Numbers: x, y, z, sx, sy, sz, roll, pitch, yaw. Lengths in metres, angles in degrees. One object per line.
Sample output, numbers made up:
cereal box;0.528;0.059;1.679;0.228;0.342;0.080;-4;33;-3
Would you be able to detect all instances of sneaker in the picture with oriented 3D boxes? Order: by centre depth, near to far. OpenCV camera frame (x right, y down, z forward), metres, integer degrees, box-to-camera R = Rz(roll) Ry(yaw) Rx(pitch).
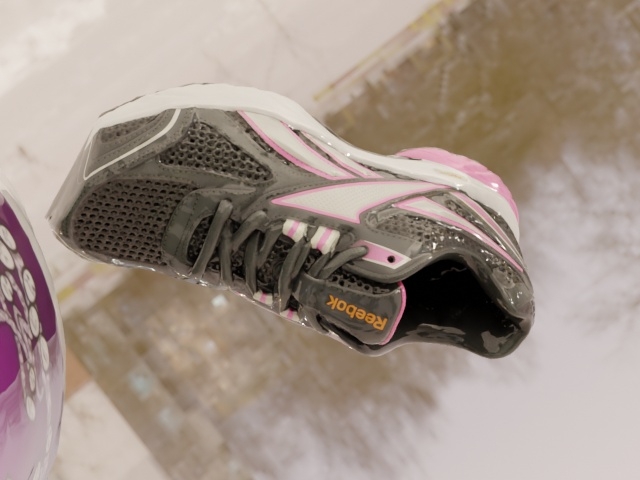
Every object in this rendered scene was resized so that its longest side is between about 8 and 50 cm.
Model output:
sneaker;0.000;0.000;0.556;0.077;0.178;0.072;-112;-145;-49

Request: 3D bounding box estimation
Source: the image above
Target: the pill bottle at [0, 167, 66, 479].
pill bottle;-0.149;0.044;0.370;0.169;0.169;0.301;-37;-170;8
